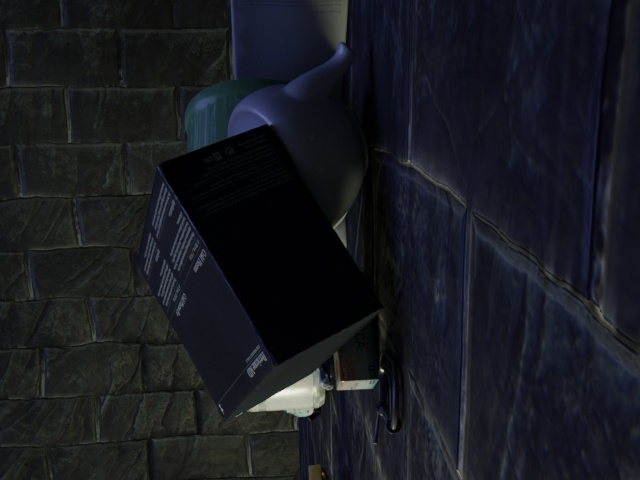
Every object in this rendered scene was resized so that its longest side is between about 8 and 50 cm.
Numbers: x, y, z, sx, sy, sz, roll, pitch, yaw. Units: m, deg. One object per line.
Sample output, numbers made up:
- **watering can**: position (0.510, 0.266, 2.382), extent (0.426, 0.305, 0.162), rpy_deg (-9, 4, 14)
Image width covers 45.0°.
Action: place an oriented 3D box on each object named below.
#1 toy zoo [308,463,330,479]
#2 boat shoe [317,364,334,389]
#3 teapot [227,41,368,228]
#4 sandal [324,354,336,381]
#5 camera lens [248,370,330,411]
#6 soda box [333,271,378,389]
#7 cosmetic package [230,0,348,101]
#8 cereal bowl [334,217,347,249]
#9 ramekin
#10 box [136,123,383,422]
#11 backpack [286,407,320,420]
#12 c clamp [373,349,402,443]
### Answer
- **toy zoo**: position (0.015, 0.618, 1.695), extent (0.293, 0.030, 0.192), rpy_deg (72, -171, -52)
- **boat shoe**: position (0.016, 0.307, 1.872), extent (0.142, 0.049, 0.040), rpy_deg (-106, 33, -65)
- **teapot**: position (-0.012, -0.134, 1.204), extent (0.256, 0.187, 0.252), rpy_deg (-21, 95, 62)
- **sandal**: position (0.008, 0.236, 1.838), extent (0.254, 0.054, 0.097), rpy_deg (-103, 11, -65)
- **camera lens**: position (-0.115, 0.336, 2.035), extent (0.219, 0.274, 0.219), rpy_deg (178, 90, -86)
- **soda box**: position (0.051, 0.142, 1.230), extent (0.058, 0.063, 0.183), rpy_deg (103, 164, -65)
- **cosmetic package**: position (-0.063, -0.382, 1.464), extent (0.385, 0.217, 0.156), rpy_deg (96, 171, -47)
- **cereal bowl**: position (-0.030, -0.014, 1.677), extent (0.339, 0.141, 0.339), rpy_deg (177, 90, -84)
- **ramekin**: position (-0.107, -0.155, 1.439), extent (0.303, 0.303, 0.148), rpy_deg (99, 173, -68)
- **box**: position (-0.112, 0.063, 1.151), extent (0.312, 0.179, 0.343), rpy_deg (59, 153, 12)
- **backpack**: position (-0.060, 0.494, 2.425), extent (0.182, 0.115, 0.152), rpy_deg (127, 144, -78)
- **c clamp**: position (0.093, 0.220, 1.053), extent (0.160, 0.022, 0.137), rpy_deg (116, 157, -83)
